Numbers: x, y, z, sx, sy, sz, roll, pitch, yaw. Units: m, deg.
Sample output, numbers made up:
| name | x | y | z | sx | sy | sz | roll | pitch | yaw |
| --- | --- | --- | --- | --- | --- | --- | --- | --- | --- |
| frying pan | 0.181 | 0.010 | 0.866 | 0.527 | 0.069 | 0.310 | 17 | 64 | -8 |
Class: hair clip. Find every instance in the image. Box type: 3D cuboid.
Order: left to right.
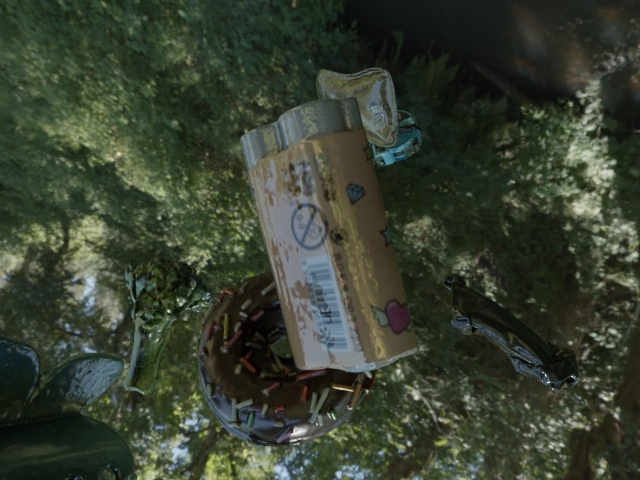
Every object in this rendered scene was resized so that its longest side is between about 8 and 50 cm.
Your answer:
| name | x | y | z | sx | sy | sz | roll | pitch | yaw |
| --- | --- | --- | --- | --- | --- | --- | --- | --- | --- |
| hair clip | -0.456 | 0.347 | 0.668 | 0.238 | 0.392 | 0.318 | 44 | -165 | 34 |

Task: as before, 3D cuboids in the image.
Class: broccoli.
| name | x | y | z | sx | sy | sz | roll | pitch | yaw |
| --- | --- | --- | --- | --- | --- | --- | --- | --- | --- |
| broccoli | -0.315 | 0.169 | 0.889 | 0.177 | 0.274 | 0.198 | 17 | 160 | -30 |

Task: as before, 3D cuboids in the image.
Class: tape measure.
| name | x | y | z | sx | sy | sz | roll | pitch | yaw |
| --- | --- | --- | --- | --- | --- | --- | --- | --- | --- |
| tape measure | 0.188 | -0.268 | 1.142 | 0.146 | 0.125 | 0.081 | -15 | 152 | 18 |

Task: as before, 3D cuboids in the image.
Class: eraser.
| name | x | y | z | sx | sy | sz | roll | pitch | yaw |
| --- | --- | --- | --- | --- | --- | --- | --- | --- | --- |
| eraser | 0.000 | 0.000 | 0.526 | 0.171 | 0.290 | 0.087 | -13 | -179 | 40 |

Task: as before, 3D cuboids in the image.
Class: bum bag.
| name | x | y | z | sx | sy | sz | roll | pitch | yaw |
| --- | --- | --- | --- | --- | --- | --- | --- | --- | --- |
| bum bag | 0.371 | 0.190 | 0.891 | 0.326 | 0.079 | 0.142 | 36 | -145 | 6 |

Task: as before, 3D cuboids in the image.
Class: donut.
| name | x | y | z | sx | sy | sz | roll | pitch | yaw |
| --- | --- | --- | --- | --- | --- | --- | --- | --- | --- |
| donut | -0.050 | 0.155 | 0.642 | 0.270 | 0.269 | 0.103 | 22 | 151 | 14 |

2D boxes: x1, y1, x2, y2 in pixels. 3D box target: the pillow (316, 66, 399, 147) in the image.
| name | x | y | z | sx | sy | sz | roll | pitch | yaw |
| --- | --- | --- | --- | --- | --- | --- | --- | --- | --- |
| pillow | 0.057 | -0.224 | 0.754 | 0.033 | 0.130 | 0.217 | -24 | -152 | -26 |
